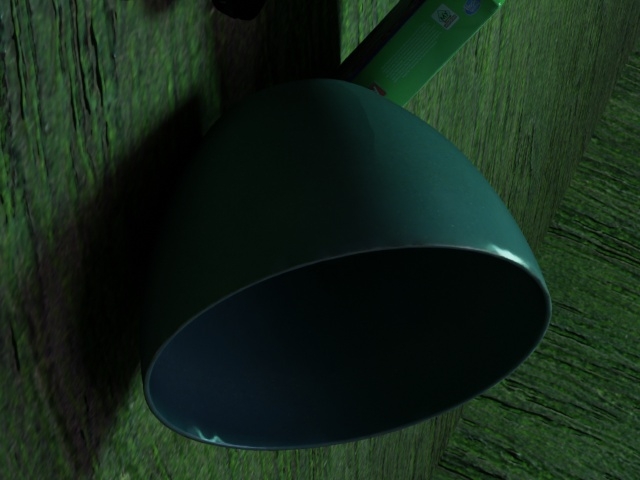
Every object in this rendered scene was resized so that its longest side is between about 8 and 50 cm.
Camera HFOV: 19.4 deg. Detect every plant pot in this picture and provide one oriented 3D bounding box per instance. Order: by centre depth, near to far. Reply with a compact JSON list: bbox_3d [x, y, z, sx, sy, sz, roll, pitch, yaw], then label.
[{"bbox_3d":[0.000,0.000,1.351,0.290,0.290,0.195,86,-9,-60],"label":"plant pot"}]

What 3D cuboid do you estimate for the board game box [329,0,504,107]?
[{"bbox_3d":[0.073,-0.160,1.495,0.317,0.046,0.213,-44,-173,44],"label":"board game box"}]

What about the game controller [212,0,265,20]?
[{"bbox_3d":[-0.028,-0.292,1.155,0.319,0.067,0.166,96,20,-48],"label":"game controller"}]
